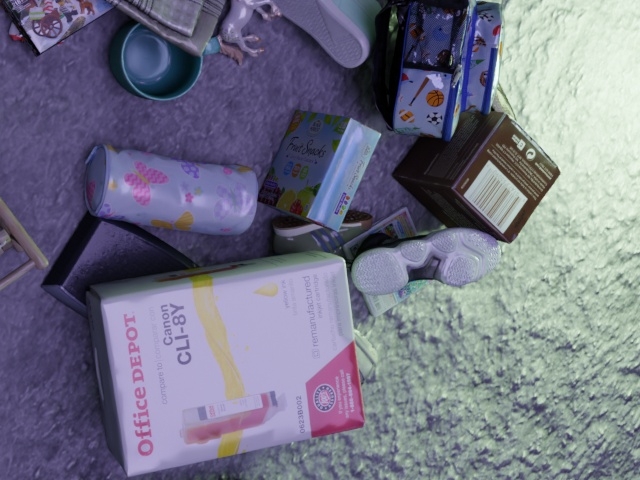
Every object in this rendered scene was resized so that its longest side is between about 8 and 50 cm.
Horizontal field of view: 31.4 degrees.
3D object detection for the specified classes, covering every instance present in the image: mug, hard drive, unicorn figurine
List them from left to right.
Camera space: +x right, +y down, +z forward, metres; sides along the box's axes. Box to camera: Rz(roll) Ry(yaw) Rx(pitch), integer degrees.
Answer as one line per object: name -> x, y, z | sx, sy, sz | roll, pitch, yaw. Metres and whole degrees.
hard drive -> -0.298, 0.073, 1.832 | 0.255, 0.054, 0.172 | 34, 83, -28
mug -> -0.249, -0.279, 1.766 | 0.158, 0.097, 0.129 | 18, 91, -29
unicorn figurine -> -0.124, -0.371, 1.834 | 0.111, 0.060, 0.162 | 22, 90, -28

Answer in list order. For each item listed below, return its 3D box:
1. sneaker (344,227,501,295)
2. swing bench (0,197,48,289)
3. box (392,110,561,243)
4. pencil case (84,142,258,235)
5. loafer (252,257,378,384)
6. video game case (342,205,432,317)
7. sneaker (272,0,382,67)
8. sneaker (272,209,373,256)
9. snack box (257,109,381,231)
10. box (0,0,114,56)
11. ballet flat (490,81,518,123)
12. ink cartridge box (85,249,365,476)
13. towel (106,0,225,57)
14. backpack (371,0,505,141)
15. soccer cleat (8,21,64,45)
sneaker -> 0.168, 0.025, 1.980 | 0.269, 0.153, 0.101 | -9, 102, -13
swing bench -> -0.574, -0.007, 1.613 | 0.253, 0.165, 0.254 | -37, 114, -16
box -> 0.274, -0.119, 2.005 | 0.168, 0.203, 0.167 | 40, 80, -28
pencil case -> -0.234, -0.081, 1.802 | 0.273, 0.113, 0.124 | 6, 70, -28
loafer -> -0.023, 0.153, 1.957 | 0.319, 0.112, 0.111 | 46, 70, -27
video game case -> 0.124, 0.039, 2.064 | 0.143, 0.019, 0.157 | -31, 111, -19
sneaker -> 0.006, -0.409, 1.895 | 0.256, 0.094, 0.151 | 49, 35, -5
sneaker -> 0.000, 0.000, 1.973 | 0.192, 0.064, 0.086 | -7, 115, -29
snack box -> -0.007, -0.118, 1.858 | 0.070, 0.207, 0.174 | 25, 89, -29
box -> -0.370, -0.403, 1.692 | 0.233, 0.044, 0.159 | -38, 105, -18
ballet flat -> 0.312, -0.253, 2.077 | 0.058, 0.084, 0.249 | -24, 109, -2
ink cartridge box -> -0.148, 0.183, 1.768 | 0.385, 0.160, 0.279 | -9, 97, -17
towel -> -0.250, -0.476, 1.691 | 0.324, 0.056, 0.312 | 31, 60, -30
backpack -> 0.198, -0.300, 1.905 | 0.213, 0.276, 0.263 | 17, 112, 7
soccer cleat -> -0.425, -0.312, 1.709 | 0.083, 0.029, 0.035 | 4, 102, -23
